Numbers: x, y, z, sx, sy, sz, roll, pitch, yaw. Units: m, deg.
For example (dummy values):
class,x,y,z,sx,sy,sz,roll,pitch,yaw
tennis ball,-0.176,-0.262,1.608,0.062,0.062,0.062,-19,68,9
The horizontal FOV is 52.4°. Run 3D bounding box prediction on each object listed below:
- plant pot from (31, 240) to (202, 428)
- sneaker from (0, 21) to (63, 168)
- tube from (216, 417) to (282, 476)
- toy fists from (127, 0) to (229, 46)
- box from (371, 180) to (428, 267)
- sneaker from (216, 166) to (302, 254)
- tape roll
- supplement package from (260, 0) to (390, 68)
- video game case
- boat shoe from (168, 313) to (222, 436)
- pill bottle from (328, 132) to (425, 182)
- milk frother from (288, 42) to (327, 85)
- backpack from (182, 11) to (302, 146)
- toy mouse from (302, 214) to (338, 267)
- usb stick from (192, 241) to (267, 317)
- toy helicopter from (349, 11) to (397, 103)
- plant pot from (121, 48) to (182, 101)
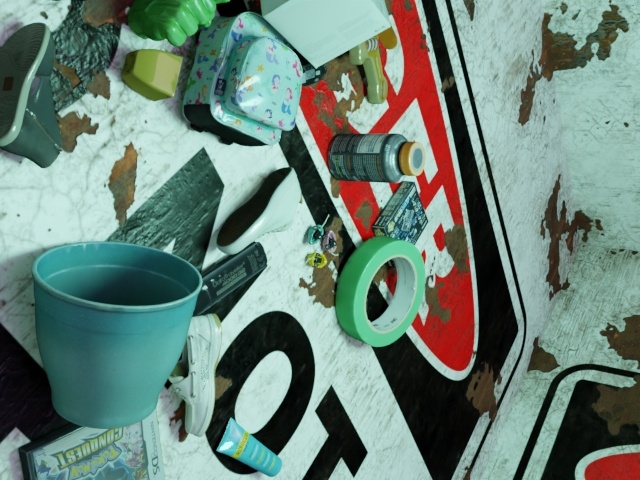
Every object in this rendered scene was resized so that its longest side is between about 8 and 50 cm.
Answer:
class,x,y,z,sx,sy,sz,roll,pitch,yaw
plant pot,-0.359,0.167,1.120,0.271,0.271,0.255,-11,119,-51
sneaker,-0.467,-0.235,1.062,0.118,0.083,0.222,50,48,-66
tube,-0.172,0.510,1.578,0.207,0.052,0.080,48,49,-38
toy fists,-0.240,-0.479,1.250,0.279,0.142,0.096,-59,137,-28
box,0.254,-0.051,2.037,0.220,0.051,0.175,-55,135,-32
sneaker,-0.122,-0.043,1.501,0.290,0.105,0.123,-51,130,-37
tape roll,0.182,0.148,1.910,0.321,0.077,0.321,-16,113,-42
supplement package,0.005,-0.507,1.353,0.203,0.194,0.149,30,43,-52
video game case,-0.421,0.450,1.246,0.274,0.035,0.248,-19,111,-50
boat shoe,-0.275,0.286,1.376,0.096,0.098,0.277,1,103,-28
pill bottle,0.151,-0.217,1.717,0.130,0.245,0.131,-12,105,-51
milk frother,-0.079,-0.421,1.518,0.143,0.129,0.135,-13,69,-23
backpack,-0.154,-0.343,1.360,0.225,0.191,0.254,17,77,-51
toy mouse,0.000,0.000,1.730,0.161,0.031,0.143,7,90,-53
usb stick,-0.221,0.087,1.445,0.278,0.045,0.077,-36,116,-44
toy helicopter,0.135,-0.536,1.778,0.355,0.140,0.235,71,34,-45
plant pot,-0.323,-0.318,1.224,0.083,0.081,0.081,17,82,-40
